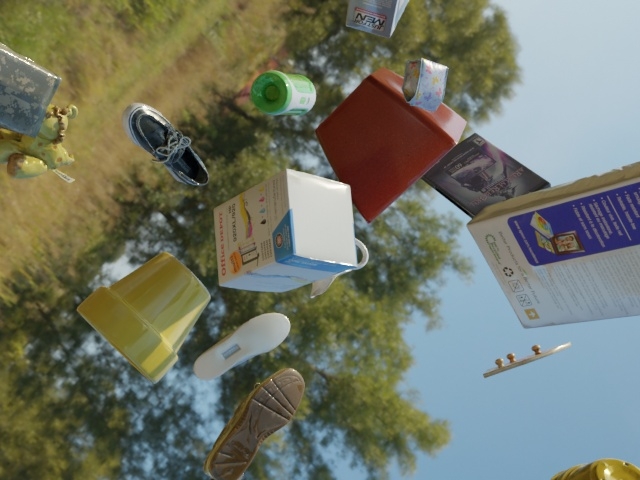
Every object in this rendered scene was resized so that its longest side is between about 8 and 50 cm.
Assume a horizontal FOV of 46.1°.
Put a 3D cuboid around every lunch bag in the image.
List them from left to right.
[{"bbox_3d":[-0.729,-0.348,1.570,0.287,0.235,0.169,21,-93,36],"label":"lunch bag"},{"bbox_3d":[0.187,-0.281,1.367,0.053,0.071,0.083,7,-89,56],"label":"lunch bag"}]

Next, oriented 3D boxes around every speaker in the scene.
[{"bbox_3d":[-0.103,-0.423,2.178,0.131,0.131,0.296,-43,177,17],"label":"speaker"}]

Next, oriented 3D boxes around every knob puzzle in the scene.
[{"bbox_3d":[0.450,0.251,1.648,0.213,0.030,0.213,-19,168,-4],"label":"knob puzzle"}]

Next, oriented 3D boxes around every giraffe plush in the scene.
[{"bbox_3d":[-0.659,-0.249,1.760,0.181,0.210,0.171,-77,-171,-55],"label":"giraffe plush"}]

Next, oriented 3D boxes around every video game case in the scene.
[{"bbox_3d":[0.400,-0.150,1.864,0.196,0.026,0.274,-34,-133,-12],"label":"video game case"}]

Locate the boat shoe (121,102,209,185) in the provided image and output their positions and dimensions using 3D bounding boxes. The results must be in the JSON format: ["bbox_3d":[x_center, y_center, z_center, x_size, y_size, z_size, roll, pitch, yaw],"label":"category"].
[{"bbox_3d":[-0.409,-0.249,2.032,0.105,0.306,0.113,24,-113,41],"label":"boat shoe"}]

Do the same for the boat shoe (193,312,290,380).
[{"bbox_3d":[-0.138,0.185,1.320,0.184,0.066,0.063,-36,-174,-8],"label":"boat shoe"}]

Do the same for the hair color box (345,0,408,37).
[{"bbox_3d":[0.154,-0.653,1.619,0.375,0.113,0.185,100,13,-49],"label":"hair color box"}]

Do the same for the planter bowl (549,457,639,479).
[{"bbox_3d":[0.495,0.432,1.257,0.217,0.217,0.090,-66,168,-60],"label":"planter bowl"}]

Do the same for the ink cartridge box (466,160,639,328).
[{"bbox_3d":[0.363,0.004,0.907,0.069,0.176,0.371,-38,-167,-34],"label":"ink cartridge box"}]

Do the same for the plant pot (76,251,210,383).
[{"bbox_3d":[-0.397,0.166,1.774,0.239,0.254,0.254,-46,-169,-18],"label":"plant pot"}]

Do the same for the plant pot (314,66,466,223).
[{"bbox_3d":[0.145,-0.240,1.706,0.267,0.236,0.267,-43,-177,24],"label":"plant pot"}]

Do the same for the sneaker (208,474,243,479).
[{"bbox_3d":[-0.230,0.581,1.816,0.065,0.061,0.158,-51,167,31],"label":"sneaker"}]

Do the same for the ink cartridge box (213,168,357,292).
[{"bbox_3d":[-0.072,-0.009,1.464,0.232,0.168,0.171,-23,-114,43],"label":"ink cartridge box"}]

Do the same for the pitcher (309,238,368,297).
[{"bbox_3d":[0.000,0.000,1.702,0.177,0.207,0.125,-29,178,-27],"label":"pitcher"}]

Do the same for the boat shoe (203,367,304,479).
[{"bbox_3d":[-0.148,0.387,1.614,0.285,0.105,0.089,-46,-166,-25],"label":"boat shoe"}]
